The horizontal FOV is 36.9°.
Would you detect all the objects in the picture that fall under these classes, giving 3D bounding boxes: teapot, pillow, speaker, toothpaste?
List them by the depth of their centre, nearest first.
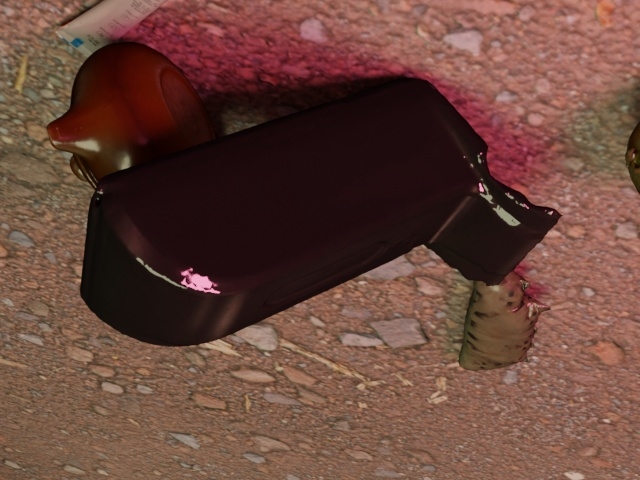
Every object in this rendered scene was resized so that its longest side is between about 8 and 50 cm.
[{"bbox_3d":[0.000,0.000,0.857,0.184,0.388,0.180,57,151,19],"label":"speaker"},{"bbox_3d":[-0.178,-0.215,0.884,0.048,0.031,0.190,36,144,-31],"label":"toothpaste"},{"bbox_3d":[-0.173,-0.094,0.931,0.135,0.178,0.252,-21,170,14],"label":"teapot"},{"bbox_3d":[0.220,0.102,1.152,0.093,0.051,0.241,14,145,11],"label":"pillow"}]

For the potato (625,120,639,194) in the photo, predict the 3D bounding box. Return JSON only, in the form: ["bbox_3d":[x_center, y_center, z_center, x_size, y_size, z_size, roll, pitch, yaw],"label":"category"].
[{"bbox_3d":[0.371,-0.085,0.773,0.251,0.113,0.149,-12,134,37],"label":"potato"}]
